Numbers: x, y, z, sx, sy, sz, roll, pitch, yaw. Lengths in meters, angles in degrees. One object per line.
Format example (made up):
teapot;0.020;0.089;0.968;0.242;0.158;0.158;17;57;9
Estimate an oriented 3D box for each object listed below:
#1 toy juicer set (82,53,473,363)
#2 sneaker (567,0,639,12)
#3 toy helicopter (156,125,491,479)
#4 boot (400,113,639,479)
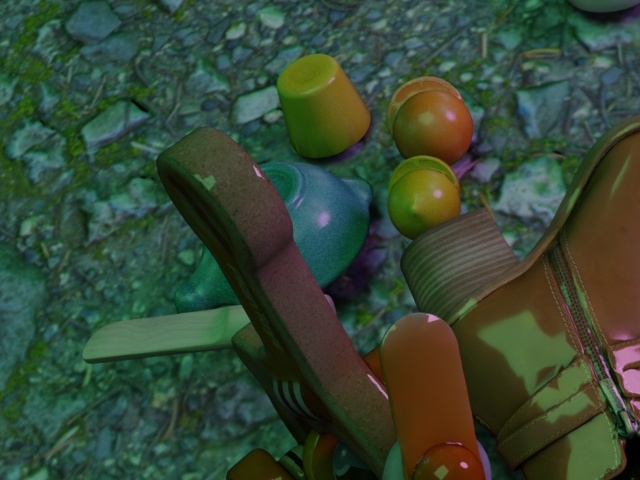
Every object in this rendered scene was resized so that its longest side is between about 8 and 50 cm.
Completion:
toy juicer set;0.000;0.000;1.176;0.209;0.089;0.329;9;50;34
sneaker;0.217;-0.315;1.286;0.106;0.123;0.290;-9;54;19
toy helicopter;0.008;0.084;0.931;0.140;0.355;0.235;-38;37;-13
boot;0.213;0.041;1.035;0.283;0.109;0.220;-23;56;-9
